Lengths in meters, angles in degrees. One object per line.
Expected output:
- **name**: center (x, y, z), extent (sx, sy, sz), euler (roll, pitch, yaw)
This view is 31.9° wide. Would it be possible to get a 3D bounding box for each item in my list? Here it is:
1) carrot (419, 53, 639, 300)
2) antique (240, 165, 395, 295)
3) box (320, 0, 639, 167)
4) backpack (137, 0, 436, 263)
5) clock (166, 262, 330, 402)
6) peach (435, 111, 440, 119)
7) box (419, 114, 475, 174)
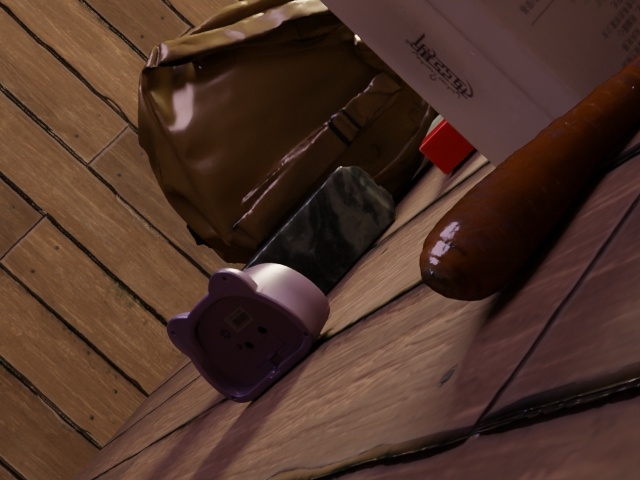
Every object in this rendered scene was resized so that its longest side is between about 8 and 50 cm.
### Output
- **carrot**: center (0.128, -0.044, 0.575), extent (0.216, 0.048, 0.048), euler (-43, 1, -22)
- **antique**: center (0.000, 0.000, 1.267), extent (0.183, 0.088, 0.086), euler (-47, 4, 0)
- **box**: center (0.148, -0.194, 0.725), extent (0.260, 0.194, 0.111), euler (-48, 3, -30)
- **backpack**: center (-0.032, -0.144, 1.421), extent (0.378, 0.353, 0.201), euler (-23, -9, -1)
- **clock**: center (-0.066, 0.075, 1.015), extent (0.153, 0.110, 0.050), euler (-44, 6, 44)
- **peach**: center (0.075, -0.223, 1.713), extent (0.281, 0.238, 0.281), euler (-9, 24, 4)
- **box**: center (0.157, -0.131, 1.160), extent (0.100, 0.048, 0.152), euler (-48, 1, 20)
